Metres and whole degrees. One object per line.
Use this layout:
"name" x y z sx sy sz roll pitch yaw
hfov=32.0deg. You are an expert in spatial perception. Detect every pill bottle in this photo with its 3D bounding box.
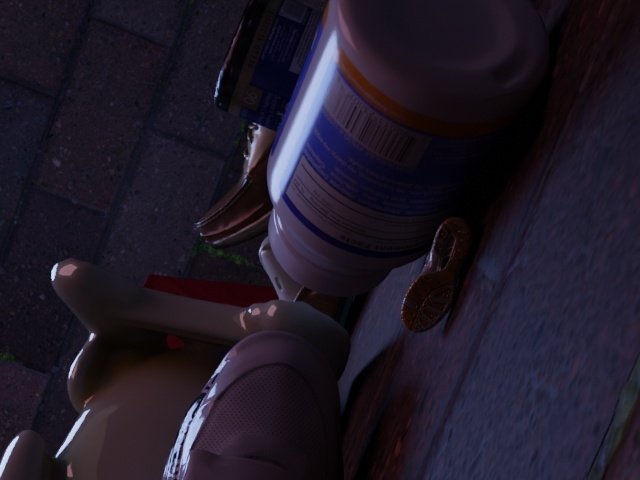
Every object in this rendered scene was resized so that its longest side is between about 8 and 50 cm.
"pill bottle" 0.046 -0.072 0.824 0.272 0.152 0.152 116 173 -54
"pill bottle" 0.019 -0.145 1.063 0.123 0.219 0.123 -159 90 -86

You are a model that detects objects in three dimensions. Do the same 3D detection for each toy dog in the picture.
"toy dog" -0.166 0.275 1.013 0.395 0.285 0.408 88 -161 -63

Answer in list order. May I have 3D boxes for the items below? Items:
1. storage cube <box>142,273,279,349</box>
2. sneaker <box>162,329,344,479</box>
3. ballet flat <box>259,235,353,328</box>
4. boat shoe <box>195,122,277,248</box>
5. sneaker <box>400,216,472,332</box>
"storage cube" -0.131 0.173 1.322 0.183 0.193 0.215 -75 -11 -60
"sneaker" -0.044 0.213 0.729 0.210 0.137 0.366 123 163 -64
"ballet flat" 0.008 -0.011 1.208 0.116 0.124 0.342 -79 10 -66
"boat shoe" -0.029 -0.114 1.349 0.324 0.120 0.122 -35 10 20
"sneaker" 0.082 0.024 0.757 0.083 0.032 0.037 -64 -9 5
